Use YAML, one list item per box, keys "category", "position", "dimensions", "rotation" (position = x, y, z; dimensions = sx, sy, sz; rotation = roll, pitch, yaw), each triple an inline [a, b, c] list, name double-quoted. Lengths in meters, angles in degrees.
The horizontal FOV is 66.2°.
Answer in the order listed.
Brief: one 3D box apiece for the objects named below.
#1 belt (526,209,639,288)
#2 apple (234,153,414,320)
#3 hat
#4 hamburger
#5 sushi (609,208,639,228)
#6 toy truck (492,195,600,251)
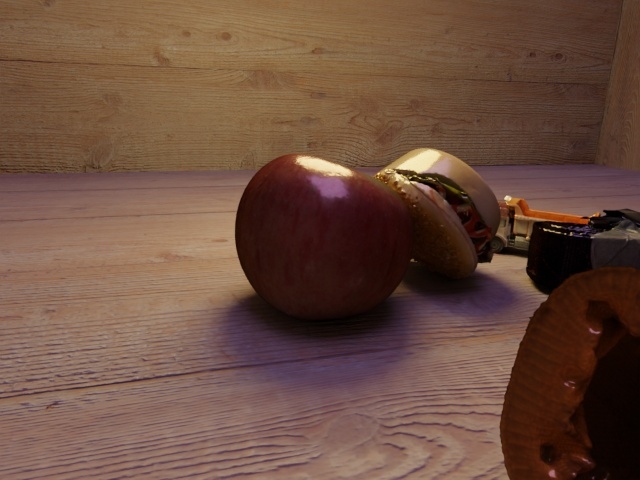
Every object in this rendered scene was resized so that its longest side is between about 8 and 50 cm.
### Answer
- category: "belt"
  position: [0.577, 0.020, 1.005]
  dimensions: [0.288, 0.164, 0.184]
  rotation: [4, 10, -1]
- category: "apple"
  position: [0.000, 0.000, 0.880]
  dimensions: [0.344, 0.270, 0.345]
  rotation: [20, 3, -1]
- category: "hat"
  position: [0.315, 0.162, 0.459]
  dimensions: [0.233, 0.233, 0.244]
  rotation: [14, 45, -47]
- category: "hamburger"
  position: [0.227, -0.052, 1.035]
  dimensions: [0.170, 0.302, 0.302]
  rotation: [-46, 35, -16]
- category: "sushi"
  position: [0.795, 0.027, 1.146]
  dimensions: [0.134, 0.109, 0.273]
  rotation: [-6, 31, -37]
- category: "toy truck"
  position: [0.533, -0.029, 1.219]
  dimensions: [0.270, 0.135, 0.114]
  rotation: [11, 19, 29]
